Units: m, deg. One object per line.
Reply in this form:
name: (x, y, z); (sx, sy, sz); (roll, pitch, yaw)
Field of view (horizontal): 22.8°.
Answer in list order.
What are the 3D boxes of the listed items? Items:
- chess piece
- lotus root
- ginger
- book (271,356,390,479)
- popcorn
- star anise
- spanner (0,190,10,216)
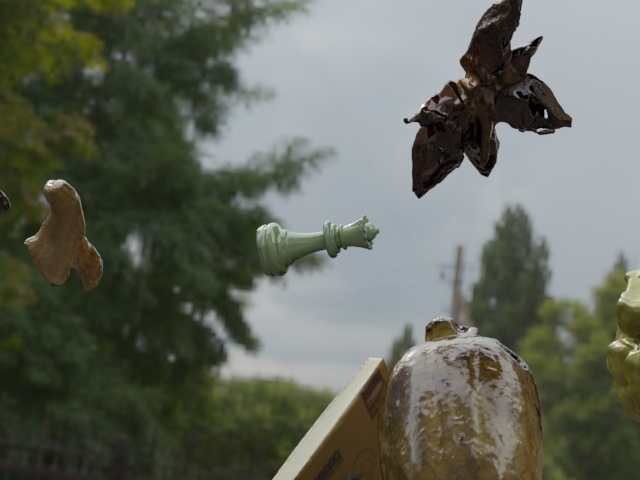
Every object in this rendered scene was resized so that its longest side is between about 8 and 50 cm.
chess piece: (0.000, 0.000, 1.217); (0.093, 0.042, 0.042); (-12, -14, 12)
lotus root: (0.122, 0.165, 1.399); (0.145, 0.260, 0.128); (3, -47, -4)
ginger: (-0.186, 0.000, 1.123); (0.030, 0.048, 0.097); (38, -29, 45)
book: (0.047, 0.349, 1.677); (0.032, 0.269, 0.389); (8, -46, 36)
popcorn: (0.454, 0.120, 1.934); (0.255, 0.256, 0.195); (5, 17, -38)
star anise: (0.157, -0.121, 1.446); (0.157, 0.212, 0.053); (32, 6, -44)
spanner: (-0.335, 0.018, 1.150); (0.316, 0.024, 0.087); (-25, -44, 38)
